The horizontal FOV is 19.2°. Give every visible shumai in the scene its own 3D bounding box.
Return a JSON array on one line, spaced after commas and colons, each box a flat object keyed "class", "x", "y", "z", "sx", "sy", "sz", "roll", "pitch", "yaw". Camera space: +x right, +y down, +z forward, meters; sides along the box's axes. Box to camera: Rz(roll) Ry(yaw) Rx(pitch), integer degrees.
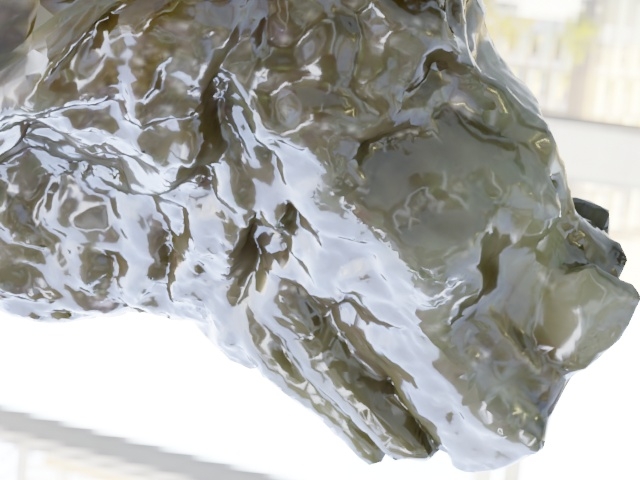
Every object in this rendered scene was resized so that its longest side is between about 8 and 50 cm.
[{"class": "shumai", "x": -0.014, "y": -0.052, "z": 0.787, "sx": 0.283, "sy": 0.346, "sz": 0.217, "roll": 25, "pitch": -131, "yaw": -14}]
